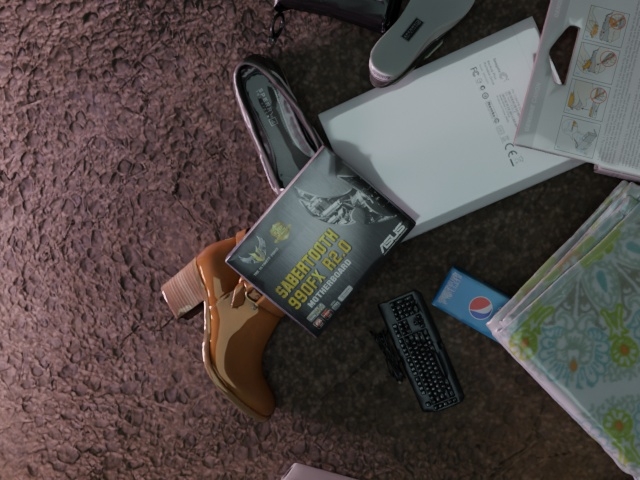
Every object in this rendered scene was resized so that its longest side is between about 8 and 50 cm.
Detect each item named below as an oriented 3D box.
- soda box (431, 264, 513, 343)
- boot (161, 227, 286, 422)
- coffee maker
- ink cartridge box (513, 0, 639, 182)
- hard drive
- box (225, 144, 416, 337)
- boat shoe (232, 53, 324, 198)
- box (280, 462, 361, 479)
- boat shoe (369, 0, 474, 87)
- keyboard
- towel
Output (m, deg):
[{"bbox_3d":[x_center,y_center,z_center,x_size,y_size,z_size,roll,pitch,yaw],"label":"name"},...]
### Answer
[{"bbox_3d":[0.276,0.117,1.746,0.210,0.071,0.067,30,97,7],"label":"soda box"},{"bbox_3d":[-0.091,0.122,1.810,0.220,0.109,0.283,-33,81,7],"label":"boot"},{"bbox_3d":[0.031,-0.369,1.742,0.178,0.120,0.171,18,122,10],"label":"coffee maker"},{"bbox_3d":[0.441,-0.243,1.669,0.261,0.066,0.296,15,88,8],"label":"ink cartridge box"},{"bbox_3d":[0.204,-0.158,1.750,0.353,0.047,0.233,-24,91,11],"label":"hard drive"},{"bbox_3d":[0.000,0.000,1.723,0.183,0.056,0.231,41,95,-7],"label":"box"},{"bbox_3d":[-0.046,-0.132,1.773,0.112,0.095,0.335,-27,89,11],"label":"boat shoe"},{"bbox_3d":[-0.020,0.525,1.810,0.148,0.121,0.311,15,97,9],"label":"box"},{"bbox_3d":[0.149,-0.317,1.730,0.078,0.070,0.219,43,77,9],"label":"boat shoe"},{"bbox_3d":[0.145,0.181,1.794,0.100,0.038,0.192,-24,89,12],"label":"keyboard"},{"bbox_3d":[0.472,0.142,1.662,0.320,0.090,0.374,-44,89,-3],"label":"towel"}]
